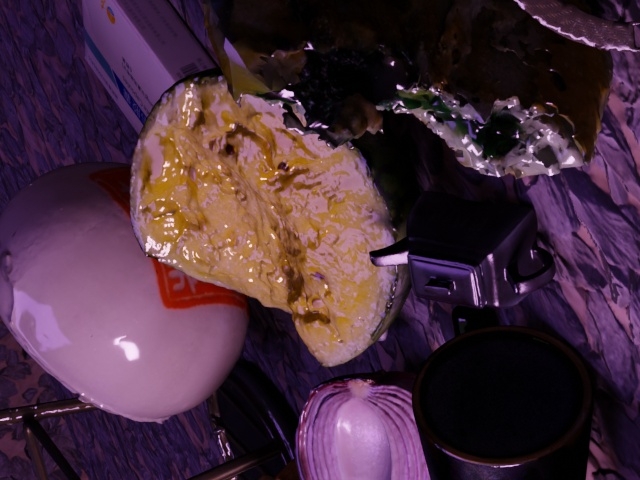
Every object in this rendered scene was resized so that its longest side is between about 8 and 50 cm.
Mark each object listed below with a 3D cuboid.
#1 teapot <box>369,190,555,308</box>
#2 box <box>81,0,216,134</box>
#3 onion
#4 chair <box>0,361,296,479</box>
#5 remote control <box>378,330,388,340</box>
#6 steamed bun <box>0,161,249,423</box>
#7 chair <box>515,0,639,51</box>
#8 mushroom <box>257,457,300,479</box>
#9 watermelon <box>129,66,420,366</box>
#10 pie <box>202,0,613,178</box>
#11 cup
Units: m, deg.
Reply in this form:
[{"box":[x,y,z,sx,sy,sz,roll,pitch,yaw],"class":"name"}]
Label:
[{"box":[0.128,0.020,1.624,0.177,0.096,0.087,10,127,32],"class":"teapot"},{"box":[-0.199,-0.197,2.260,0.343,0.065,0.200,53,156,28],"class":"box"},{"box":[0.082,0.282,1.975,0.227,0.120,0.283,7,96,46],"class":"onion"},{"box":[-0.235,0.386,2.514,0.364,0.410,0.362,39,146,50],"class":"chair"},{"box":[0.007,-0.037,1.977,0.109,0.055,0.313,-1,108,61],"class":"remote control"},{"box":[-0.243,0.043,2.319,0.374,0.241,0.374,39,-163,-14],"class":"steamed bun"},{"box":[0.187,-0.219,1.220,0.213,0.149,0.174,50,153,24],"class":"chair"},{"box":[0.051,0.407,2.173,0.345,0.239,0.345,159,90,-90],"class":"mushroom"},{"box":[-0.023,-0.052,1.822,0.331,0.189,0.331,14,120,25],"class":"watermelon"},{"box":[0.068,-0.180,1.312,0.078,0.371,0.296,-36,56,46],"class":"pie"},{"box":[0.187,0.173,1.709,0.166,0.239,0.177,6,138,17],"class":"cup"}]
